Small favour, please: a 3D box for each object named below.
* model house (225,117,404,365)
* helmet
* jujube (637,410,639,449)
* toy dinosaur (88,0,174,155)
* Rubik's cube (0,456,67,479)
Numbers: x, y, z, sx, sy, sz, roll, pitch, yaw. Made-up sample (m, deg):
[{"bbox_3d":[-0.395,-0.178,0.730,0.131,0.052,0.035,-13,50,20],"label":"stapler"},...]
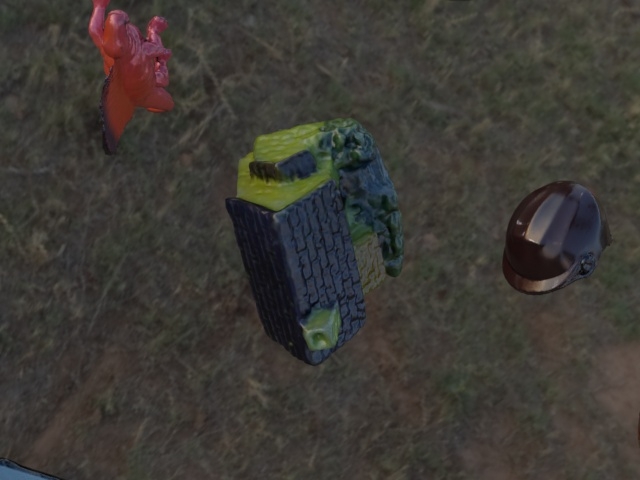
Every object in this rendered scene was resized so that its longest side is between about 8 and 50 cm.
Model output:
[{"bbox_3d":[0.000,0.000,1.044,0.170,0.194,0.211,-9,28,7],"label":"model house"},{"bbox_3d":[0.229,-0.011,0.984,0.123,0.098,0.070,-41,129,-27],"label":"helmet"},{"bbox_3d":[0.576,0.248,1.249,0.216,0.342,0.216,-6,98,-53],"label":"jujube"},{"bbox_3d":[-0.195,-0.140,1.027,0.070,0.286,0.139,5,72,0],"label":"toy dinosaur"},{"bbox_3d":[-0.191,0.292,0.779,0.250,0.234,0.284,-14,81,-50],"label":"Rubik's cube"}]
